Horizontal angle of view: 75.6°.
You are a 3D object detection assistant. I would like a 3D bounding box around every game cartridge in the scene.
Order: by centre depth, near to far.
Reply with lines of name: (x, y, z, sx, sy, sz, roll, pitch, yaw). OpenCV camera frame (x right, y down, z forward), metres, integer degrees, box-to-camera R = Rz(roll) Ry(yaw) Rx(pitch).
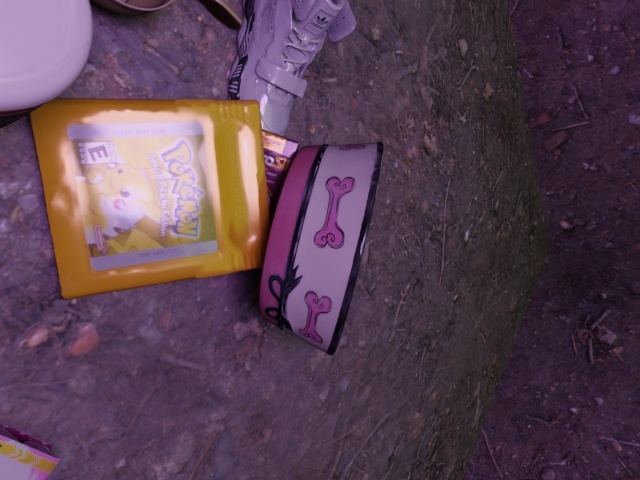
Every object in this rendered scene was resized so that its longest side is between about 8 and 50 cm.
game cartridge: (-0.241, -0.074, 0.647, 0.323, 0.052, 0.285, -8, 100, -22)

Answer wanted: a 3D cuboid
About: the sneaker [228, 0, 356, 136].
sneaker: (-0.057, -0.358, 0.787, 0.137, 0.210, 0.366, 5, 90, -47)

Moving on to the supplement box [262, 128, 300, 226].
supplement box: (-0.117, -0.110, 0.775, 0.104, 0.081, 0.188, 17, 99, -11)

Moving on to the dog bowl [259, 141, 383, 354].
dog bowl: (0.000, 0.000, 0.796, 0.408, 0.150, 0.408, 13, 90, -87)

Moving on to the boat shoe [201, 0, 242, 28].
boat shoe: (-0.192, -0.448, 0.752, 0.135, 0.050, 0.045, 32, 76, -44)

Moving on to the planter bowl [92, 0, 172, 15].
planter bowl: (-0.299, -0.404, 0.597, 0.162, 0.109, 0.162, -5, 96, -46)

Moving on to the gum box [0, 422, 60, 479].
gum box: (-0.451, 0.292, 0.528, 0.107, 0.062, 0.188, -57, 130, -27)

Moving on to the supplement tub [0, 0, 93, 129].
supplement tub: (-0.372, -0.211, 0.415, 0.191, 0.272, 0.191, -5, 97, -47)
